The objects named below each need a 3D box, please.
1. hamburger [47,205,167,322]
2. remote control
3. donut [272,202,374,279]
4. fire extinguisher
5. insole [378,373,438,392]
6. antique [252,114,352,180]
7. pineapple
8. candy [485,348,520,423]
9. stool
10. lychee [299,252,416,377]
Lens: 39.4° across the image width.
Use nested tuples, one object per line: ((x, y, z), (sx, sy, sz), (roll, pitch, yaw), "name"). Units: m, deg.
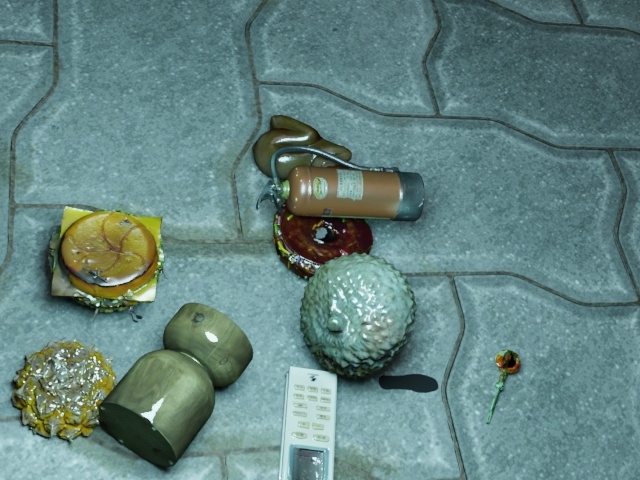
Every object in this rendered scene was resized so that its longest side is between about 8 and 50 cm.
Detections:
((-0.433, 0.050, 1.826), (0.243, 0.138, 0.261), (8, 54, -9), "hamburger")
((-0.024, 0.387, 1.769), (0.103, 0.055, 0.277), (10, 54, -9), "remote control")
((0.000, 0.000, 2.020), (0.235, 0.089, 0.235), (8, 54, -12), "donut")
((0.031, -0.121, 2.004), (0.376, 0.113, 0.200), (2, 30, -15), "fire extinguisher")
((0.189, 0.306, 1.920), (0.135, 0.002, 0.045), (3, 55, -15), "insole")
((-0.039, -0.186, 2.119), (0.257, 0.121, 0.143), (29, 61, 5), "antique")
((-0.483, 0.274, 1.701), (0.225, 0.076, 0.224), (7, 57, -11), "pineapple")
((0.391, 0.319, 1.955), (0.056, 0.049, 0.184), (22, 61, 7), "candy")
((-0.271, 0.271, 1.700), (0.179, 0.179, 0.264), (32, 54, 6), "stool")
((0.081, 0.153, 1.841), (0.255, 0.255, 0.274), (53, 19, 20), "lychee")
